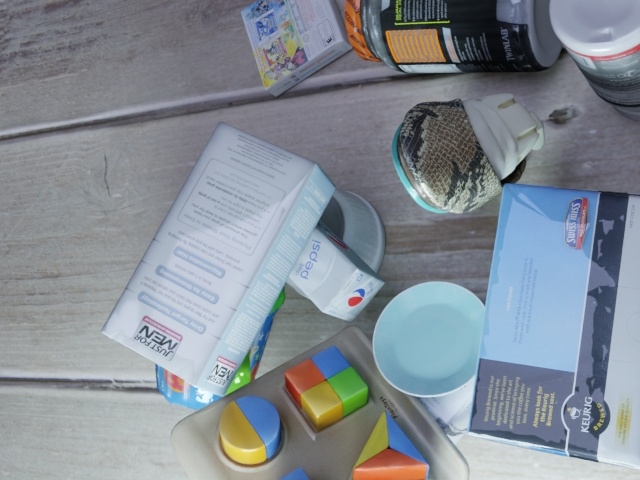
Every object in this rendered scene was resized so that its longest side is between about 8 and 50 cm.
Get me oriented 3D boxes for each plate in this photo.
[{"bbox_3d":[0.171,0.152,1.450,0.188,0.024,0.188,-9,61,18],"label":"plate"}]

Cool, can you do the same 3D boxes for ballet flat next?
[{"bbox_3d":[0.229,-0.133,1.356,0.182,0.483,0.164,-25,85,15],"label":"ballet flat"}]

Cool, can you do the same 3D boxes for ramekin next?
[{"bbox_3d":[0.000,0.000,1.662,0.207,0.109,0.207,-9,71,29],"label":"ramekin"}]

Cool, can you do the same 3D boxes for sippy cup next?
[{"bbox_3d":[-0.192,0.167,1.657,0.240,0.305,0.224,13,104,13],"label":"sippy cup"}]

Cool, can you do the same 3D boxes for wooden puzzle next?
[{"bbox_3d":[-0.008,0.307,1.392,0.348,0.080,0.322,-30,57,-16],"label":"wooden puzzle"}]

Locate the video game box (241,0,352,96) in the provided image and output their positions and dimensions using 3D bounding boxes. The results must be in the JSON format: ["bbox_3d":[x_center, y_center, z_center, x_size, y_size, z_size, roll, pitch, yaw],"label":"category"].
[{"bbox_3d":[-0.050,-0.412,1.857,0.187,0.048,0.205,-27,62,20],"label":"video game box"}]

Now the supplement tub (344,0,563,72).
[{"bbox_3d":[0.224,-0.383,1.582,0.338,0.207,0.207,7,79,33],"label":"supplement tub"}]

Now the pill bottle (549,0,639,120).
[{"bbox_3d":[0.447,-0.286,1.367,0.161,0.283,0.161,-10,70,29],"label":"pill bottle"}]

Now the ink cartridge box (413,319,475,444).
[{"bbox_3d":[0.155,0.256,1.498,0.158,0.092,0.218,43,100,33],"label":"ink cartridge box"}]

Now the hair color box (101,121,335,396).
[{"bbox_3d":[-0.152,0.027,1.462,0.185,0.113,0.374,25,82,23],"label":"hair color box"}]

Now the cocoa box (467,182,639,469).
[{"bbox_3d":[0.347,0.121,1.310,0.228,0.231,0.347,7,80,18],"label":"cocoa box"}]

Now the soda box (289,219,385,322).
[{"bbox_3d":[-0.030,0.006,1.554,0.091,0.098,0.286,-51,57,9],"label":"soda box"}]
